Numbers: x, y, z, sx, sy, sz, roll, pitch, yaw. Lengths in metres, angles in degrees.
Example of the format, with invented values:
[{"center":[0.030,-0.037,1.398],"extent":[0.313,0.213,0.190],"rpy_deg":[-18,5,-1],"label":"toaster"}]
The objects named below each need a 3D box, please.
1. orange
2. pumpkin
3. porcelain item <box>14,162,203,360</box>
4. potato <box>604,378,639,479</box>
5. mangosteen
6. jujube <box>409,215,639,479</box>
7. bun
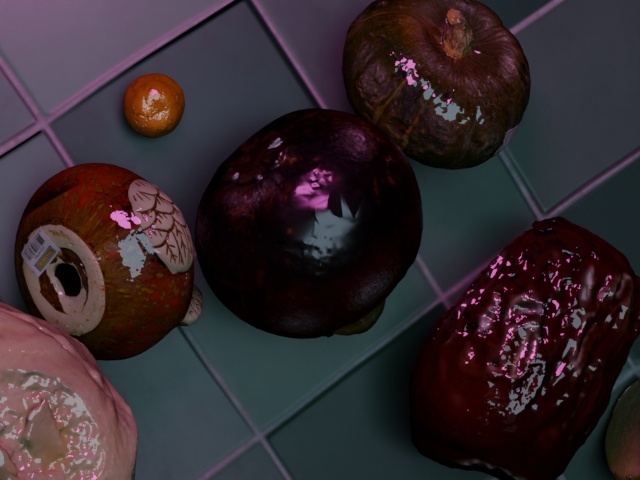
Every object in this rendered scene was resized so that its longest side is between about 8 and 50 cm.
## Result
[{"center":[-0.214,-0.174,1.892],"extent":[0.083,0.070,0.083],"rpy_deg":[-4,104,-17],"label":"orange"},{"center":[0.154,-0.224,1.904],"extent":[0.260,0.189,0.260],"rpy_deg":[14,45,-14],"label":"pumpkin"},{"center":[-0.248,0.018,1.831],"extent":[0.253,0.253,0.253],"rpy_deg":[0,90,-16],"label":"porcelain item"},{"center":[0.448,0.290,2.085],"extent":[0.100,0.089,0.172],"rpy_deg":[37,48,-32],"label":"potato"},{"center":[-0.004,-0.010,1.832],"extent":[0.297,0.297,0.293],"rpy_deg":[-41,105,-12],"label":"mangosteen"},{"center":[0.276,0.155,1.951],"extent":[0.258,0.258,0.377],"rpy_deg":[38,86,-12],"label":"jujube"},{"center":[-0.349,0.199,1.717],"extent":[0.364,0.364,0.202],"rpy_deg":[46,67,-11],"label":"bun"}]
